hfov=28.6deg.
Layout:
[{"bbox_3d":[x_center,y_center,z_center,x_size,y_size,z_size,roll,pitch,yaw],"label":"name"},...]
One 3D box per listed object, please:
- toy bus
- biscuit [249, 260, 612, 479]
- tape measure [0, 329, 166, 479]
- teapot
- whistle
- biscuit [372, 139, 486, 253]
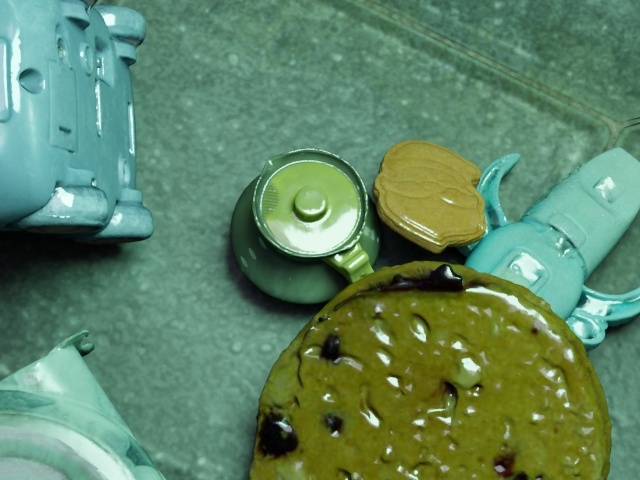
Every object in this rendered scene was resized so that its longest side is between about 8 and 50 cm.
[{"bbox_3d":[-0.265,-0.095,0.989,0.231,0.294,0.197,-3,87,7],"label":"toy bus"},{"bbox_3d":[0.086,0.160,0.990,0.296,0.075,0.296,1,94,11],"label":"biscuit"},{"bbox_3d":[-0.225,0.239,0.942,0.275,0.147,0.256,-33,78,-19],"label":"tape measure"},{"bbox_3d":[0.000,0.000,1.056,0.130,0.119,0.166,-37,78,-15],"label":"teapot"},{"bbox_3d":[0.187,0.020,1.082,0.186,0.093,0.274,42,69,14],"label":"whistle"},{"bbox_3d":[0.094,-0.040,1.063,0.102,0.019,0.130,18,42,-6],"label":"biscuit"}]
